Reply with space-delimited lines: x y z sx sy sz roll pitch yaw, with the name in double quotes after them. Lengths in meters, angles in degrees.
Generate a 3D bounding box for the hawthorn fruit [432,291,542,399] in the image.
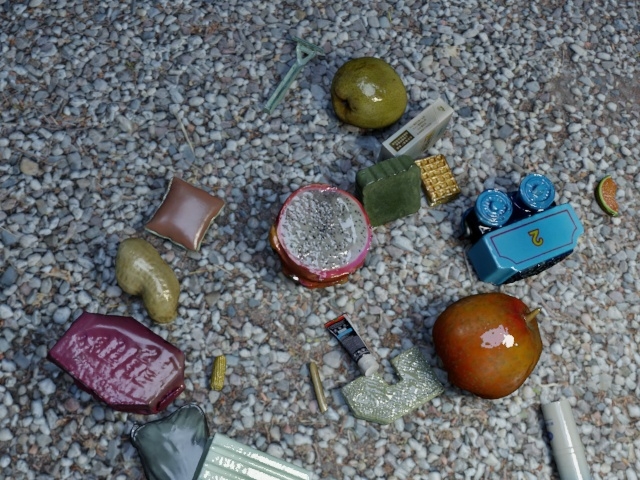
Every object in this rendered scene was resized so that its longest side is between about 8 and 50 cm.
0.445 0.250 1.754 0.277 0.298 0.277 35 32 -26 "hawthorn fruit"

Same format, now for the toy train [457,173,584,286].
0.551 -0.024 1.945 0.300 0.188 0.265 -20 75 -13 "toy train"

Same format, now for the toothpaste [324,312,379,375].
0.088 0.273 1.847 0.071 0.045 0.193 -28 51 -15 "toothpaste"

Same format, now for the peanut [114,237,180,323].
-0.460 0.106 1.849 0.137 0.122 0.253 -42 81 -9 "peanut"

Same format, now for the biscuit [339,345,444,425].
0.189 0.390 1.819 0.250 0.046 0.147 -26 73 -14 "biscuit"

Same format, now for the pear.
0.139 -0.434 2.072 0.211 0.188 0.229 -29 75 -18 "pear"

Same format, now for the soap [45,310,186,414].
-0.501 0.316 1.757 0.324 0.127 0.220 34 71 8 "soap"

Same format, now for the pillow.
-0.381 -0.070 1.947 0.171 0.075 0.179 26 71 0 "pillow"

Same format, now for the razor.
-0.099 -0.509 2.166 0.111 0.056 0.278 28 76 9 "razor"

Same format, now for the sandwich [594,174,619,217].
0.865 -0.136 2.093 0.067 0.029 0.135 6 67 -8 "sandwich"

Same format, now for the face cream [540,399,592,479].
0.635 0.542 1.774 0.077 0.077 0.250 -7 67 -7 "face cream"

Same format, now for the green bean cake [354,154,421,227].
0.190 -0.142 1.958 0.183 0.185 0.094 -18 52 -9 "green bean cake"

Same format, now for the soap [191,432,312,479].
-0.167 0.585 1.648 0.265 0.087 0.160 25 60 -11 "soap"

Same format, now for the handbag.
-0.331 0.567 1.699 0.191 0.075 0.332 -24 75 -10 "handbag"

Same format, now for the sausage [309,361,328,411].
-0.007 0.384 1.819 0.024 0.024 0.132 -13 70 -9 "sausage"

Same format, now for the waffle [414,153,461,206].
0.345 -0.181 2.064 0.102 0.042 0.148 -18 70 -10 "waffle"

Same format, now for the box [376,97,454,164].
0.277 -0.298 2.048 0.243 0.155 0.067 -40 77 -16 "box"

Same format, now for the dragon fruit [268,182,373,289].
0.000 0.000 1.899 0.290 0.189 0.291 3 74 -9 "dragon fruit"

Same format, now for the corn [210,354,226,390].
-0.266 0.346 1.809 0.037 0.037 0.092 7 64 -1 "corn"
